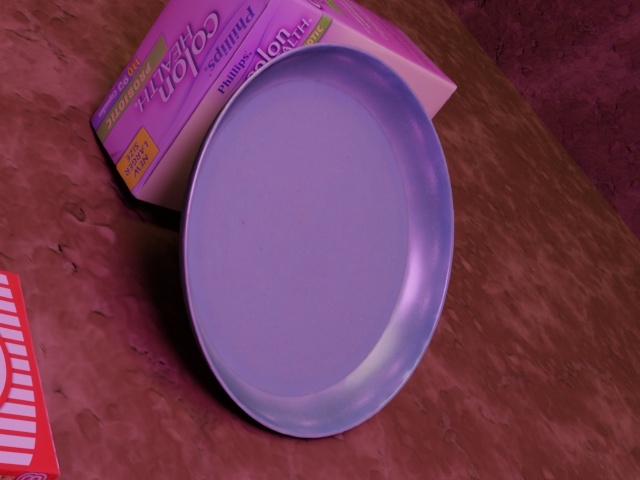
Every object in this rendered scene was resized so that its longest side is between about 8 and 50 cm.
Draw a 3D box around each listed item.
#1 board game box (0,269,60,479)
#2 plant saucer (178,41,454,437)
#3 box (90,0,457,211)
[{"bbox_3d":[-0.246,0.067,0.562,0.193,0.045,0.146,18,38,-45],"label":"board game box"},{"bbox_3d":[0.000,0.000,0.853,0.318,0.044,0.317,-4,95,-46],"label":"plant saucer"},{"bbox_3d":[-0.040,-0.124,0.942,0.243,0.213,0.117,16,29,-46],"label":"box"}]
